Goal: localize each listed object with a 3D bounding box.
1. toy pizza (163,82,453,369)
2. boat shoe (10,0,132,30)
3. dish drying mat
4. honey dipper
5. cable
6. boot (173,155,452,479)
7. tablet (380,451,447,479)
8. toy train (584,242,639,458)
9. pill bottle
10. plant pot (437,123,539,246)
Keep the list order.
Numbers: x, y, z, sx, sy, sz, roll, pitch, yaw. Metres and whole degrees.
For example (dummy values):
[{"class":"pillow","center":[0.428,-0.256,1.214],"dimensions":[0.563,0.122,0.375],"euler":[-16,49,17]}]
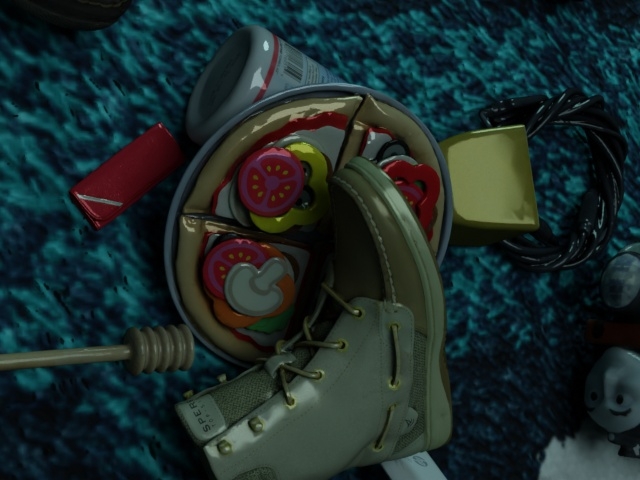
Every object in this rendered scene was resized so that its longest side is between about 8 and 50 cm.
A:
[{"class":"toy pizza","center":[0.000,0.000,0.651],"dimensions":[0.201,0.032,0.201],"euler":[-10,115,-21]},{"class":"boat shoe","center":[-0.155,-0.308,0.609],"dimensions":[0.132,0.130,0.356],"euler":[-2,81,-36]},{"class":"dish drying mat","center":[-0.121,-0.042,0.651],"dimensions":[0.083,0.008,0.032],"euler":[-44,105,-34]},{"class":"honey dipper","center":[-0.151,0.067,0.594],"dimensions":[0.160,0.030,0.031],"euler":[0,80,-33]},{"class":"cable","center":[0.208,-0.052,0.865],"dimensions":[0.184,0.047,0.151],"euler":[-10,86,-37]},{"class":"boot","center":[-0.010,0.068,0.611],"dimensions":[0.165,0.077,0.213],"euler":[-21,122,-16]},{"class":"tablet","center":[0.061,0.153,0.701],"dimensions":[0.054,0.083,0.006],"euler":[16,111,-31]},{"class":"toy train","center":[0.364,0.118,0.892],"dimensions":[0.333,0.142,0.190],"euler":[18,79,-31]},{"class":"pill bottle","center":[-0.004,-0.070,0.692],"dimensions":[0.160,0.087,0.087],"euler":[29,64,-28]},{"class":"plant pot","center":[0.103,-0.039,0.769],"dimensions":[0.083,0.081,0.081],"euler":[-3,82,-26]}]
